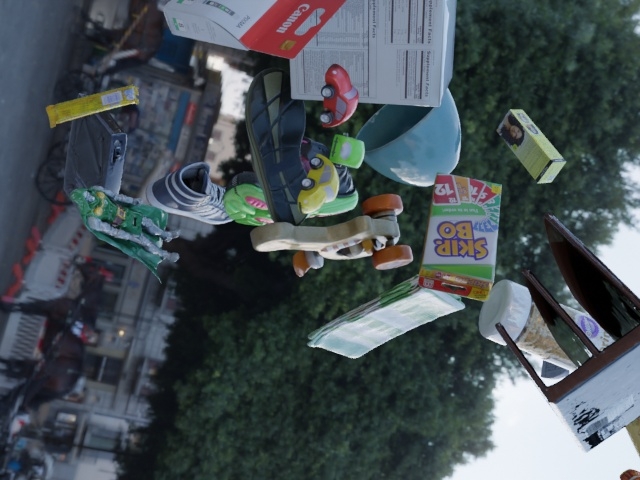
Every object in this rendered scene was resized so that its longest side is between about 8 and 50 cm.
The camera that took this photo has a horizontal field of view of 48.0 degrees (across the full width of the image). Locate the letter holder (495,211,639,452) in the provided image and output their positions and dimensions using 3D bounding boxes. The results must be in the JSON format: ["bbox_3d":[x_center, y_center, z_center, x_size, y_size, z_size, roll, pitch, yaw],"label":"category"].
[{"bbox_3d":[0.328,0.126,0.960,0.152,0.302,0.214,-37,-126,6],"label":"letter holder"}]

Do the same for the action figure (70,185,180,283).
[{"bbox_3d":[-0.323,-0.030,1.191,0.063,0.232,0.137,-17,-118,24],"label":"action figure"}]

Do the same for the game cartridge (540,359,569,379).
[{"bbox_3d":[0.508,0.272,1.549,0.083,0.017,0.056,-38,-152,61],"label":"game cartridge"}]

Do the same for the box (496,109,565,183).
[{"bbox_3d":[0.612,-0.278,2.102,0.232,0.058,0.087,61,-37,33],"label":"box"}]

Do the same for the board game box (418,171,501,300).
[{"bbox_3d":[0.250,-0.012,1.276,0.039,0.124,0.260,95,8,-53],"label":"board game box"}]

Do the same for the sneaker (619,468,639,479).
[{"bbox_3d":[0.597,0.473,1.263,0.064,0.175,0.067,-35,-179,6],"label":"sneaker"}]

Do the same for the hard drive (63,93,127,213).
[{"bbox_3d":[-0.481,-0.165,1.533,0.172,0.054,0.255,47,-48,29],"label":"hard drive"}]

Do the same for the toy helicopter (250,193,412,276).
[{"bbox_3d":[0.000,0.000,1.445,0.235,0.355,0.140,-23,-109,45],"label":"toy helicopter"}]

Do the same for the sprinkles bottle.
[{"bbox_3d":[0.492,0.193,1.405,0.121,0.355,0.121,-158,-90,-82],"label":"sprinkles bottle"}]

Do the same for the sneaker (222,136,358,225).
[{"bbox_3d":[-0.078,-0.146,1.723,0.482,0.185,0.202,-14,96,-61],"label":"sneaker"}]

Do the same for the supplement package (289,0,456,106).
[{"bbox_3d":[0.096,-0.362,1.264,0.199,0.262,0.198,-60,152,-59],"label":"supplement package"}]

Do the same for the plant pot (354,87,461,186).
[{"bbox_3d":[0.260,-0.259,1.909,0.290,0.195,0.290,-34,-157,17],"label":"plant pot"}]

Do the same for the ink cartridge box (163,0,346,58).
[{"bbox_3d":[-0.092,-0.357,1.063,0.181,0.224,0.056,-54,147,-29],"label":"ink cartridge box"}]

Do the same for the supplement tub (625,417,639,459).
[{"bbox_3d":[0.844,0.450,1.651,0.332,0.241,0.241,66,-23,6],"label":"supplement tub"}]

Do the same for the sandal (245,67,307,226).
[{"bbox_3d":[-0.091,-0.168,1.347,0.086,0.120,0.303,24,-55,51],"label":"sandal"}]

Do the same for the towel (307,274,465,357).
[{"bbox_3d":[0.157,0.191,1.696,0.324,0.247,0.038,-31,-121,22],"label":"towel"}]

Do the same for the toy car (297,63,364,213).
[{"bbox_3d":[0.036,-0.155,1.194,0.225,0.053,0.239,-2,106,-75],"label":"toy car"}]

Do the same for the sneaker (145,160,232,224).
[{"bbox_3d":[-0.270,-0.116,1.772,0.153,0.282,0.099,-25,-113,42],"label":"sneaker"}]

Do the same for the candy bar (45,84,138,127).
[{"bbox_3d":[-0.387,-0.231,1.224,0.018,0.161,0.040,84,-10,-76],"label":"candy bar"}]
